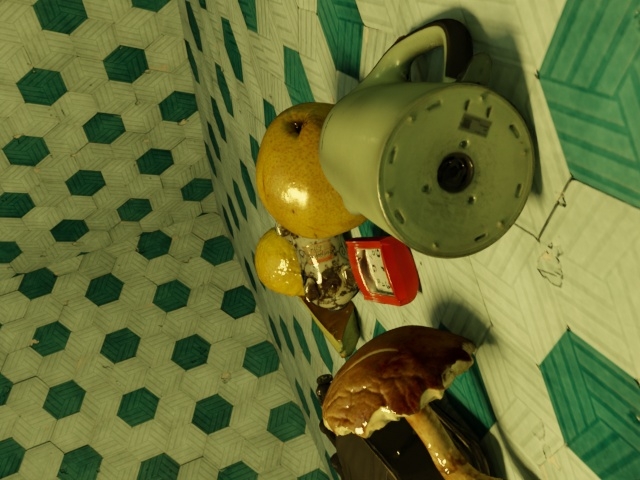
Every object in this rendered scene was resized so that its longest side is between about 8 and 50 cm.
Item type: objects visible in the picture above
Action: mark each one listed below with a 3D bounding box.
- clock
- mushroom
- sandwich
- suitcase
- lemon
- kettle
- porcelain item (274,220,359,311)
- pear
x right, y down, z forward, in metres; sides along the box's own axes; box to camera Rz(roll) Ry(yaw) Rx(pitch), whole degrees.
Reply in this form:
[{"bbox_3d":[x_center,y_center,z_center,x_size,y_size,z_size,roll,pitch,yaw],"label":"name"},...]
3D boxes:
[{"bbox_3d":[0.106,0.045,1.122,0.155,0.061,0.113,-178,69,-72],"label":"clock"},{"bbox_3d":[0.131,0.257,0.902,0.208,0.233,0.302,24,-139,-52],"label":"mushroom"},{"bbox_3d":[0.034,0.177,1.558,0.244,0.088,0.090,44,160,55],"label":"sandwich"},{"bbox_3d":[0.147,0.399,1.150,0.434,0.194,0.283,-146,39,-69],"label":"suitcase"},{"bbox_3d":[-0.068,0.045,1.570,0.193,0.180,0.181,-82,-21,-69],"label":"lemon"},{"bbox_3d":[0.104,-0.118,0.732,0.255,0.165,0.241,-135,57,-70],"label":"kettle"},{"bbox_3d":[0.000,0.000,1.377,0.186,0.137,0.288,-92,-17,-74],"label":"porcelain item"},{"bbox_3d":[-0.001,-0.113,1.030,0.209,0.208,0.209,161,90,-77],"label":"pear"}]
